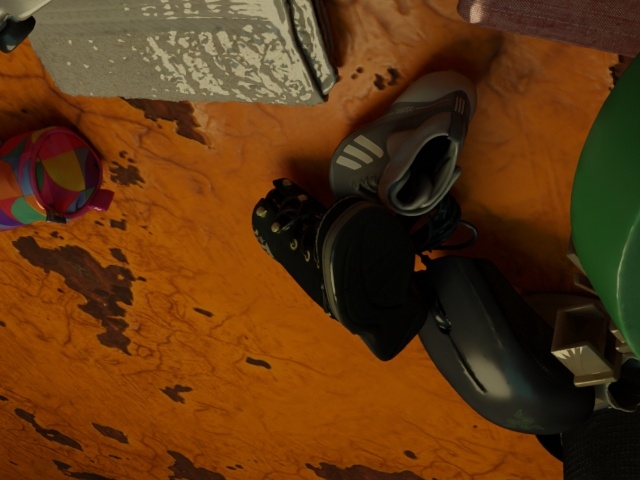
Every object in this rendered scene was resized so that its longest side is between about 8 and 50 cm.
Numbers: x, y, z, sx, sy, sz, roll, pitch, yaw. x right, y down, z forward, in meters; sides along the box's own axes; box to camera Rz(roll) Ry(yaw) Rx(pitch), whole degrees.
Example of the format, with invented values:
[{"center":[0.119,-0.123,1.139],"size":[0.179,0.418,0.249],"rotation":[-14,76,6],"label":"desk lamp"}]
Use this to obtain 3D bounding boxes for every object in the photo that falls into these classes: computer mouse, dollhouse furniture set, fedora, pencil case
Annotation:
[{"center":[0.139,0.093,0.859],"size":[0.272,0.072,0.188],"rotation":[45,140,3],"label":"computer mouse"},{"center":[0.294,0.038,0.705],"size":[0.182,0.161,0.101],"rotation":[-19,130,44],"label":"dollhouse furniture set"},{"center":[0.385,0.258,0.974],"size":[0.334,0.152,0.334],"rotation":[13,146,9],"label":"fedora"},{"center":[-0.335,-0.052,0.957],"size":[0.236,0.104,0.104],"rotation":[-5,138,34],"label":"pencil case"}]

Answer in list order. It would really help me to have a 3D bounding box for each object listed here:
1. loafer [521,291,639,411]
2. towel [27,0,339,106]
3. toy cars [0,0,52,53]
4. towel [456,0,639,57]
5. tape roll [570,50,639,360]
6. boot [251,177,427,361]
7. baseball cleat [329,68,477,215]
[{"center":[0.273,0.113,0.882],"size":[0.269,0.092,0.102],"rotation":[-4,139,31],"label":"loafer"},{"center":[-0.131,-0.184,0.714],"size":[0.282,0.049,0.187],"rotation":[4,142,22],"label":"towel"},{"center":[-0.183,-0.276,0.547],"size":[0.177,0.087,0.393],"rotation":[15,137,-4],"label":"toy cars"},{"center":[0.217,-0.227,0.476],"size":[0.237,0.037,0.329],"rotation":[12,145,4],"label":"towel"},{"center":[0.317,-0.035,0.540],"size":[0.321,0.077,0.321],"rotation":[-6,131,-7],"label":"tape roll"},{"center":[-0.001,0.002,0.791],"size":[0.178,0.085,0.236],"rotation":[41,170,29],"label":"boot"},{"center":[0.054,-0.056,0.743],"size":[0.072,0.109,0.206],"rotation":[22,148,-12],"label":"baseball cleat"}]
